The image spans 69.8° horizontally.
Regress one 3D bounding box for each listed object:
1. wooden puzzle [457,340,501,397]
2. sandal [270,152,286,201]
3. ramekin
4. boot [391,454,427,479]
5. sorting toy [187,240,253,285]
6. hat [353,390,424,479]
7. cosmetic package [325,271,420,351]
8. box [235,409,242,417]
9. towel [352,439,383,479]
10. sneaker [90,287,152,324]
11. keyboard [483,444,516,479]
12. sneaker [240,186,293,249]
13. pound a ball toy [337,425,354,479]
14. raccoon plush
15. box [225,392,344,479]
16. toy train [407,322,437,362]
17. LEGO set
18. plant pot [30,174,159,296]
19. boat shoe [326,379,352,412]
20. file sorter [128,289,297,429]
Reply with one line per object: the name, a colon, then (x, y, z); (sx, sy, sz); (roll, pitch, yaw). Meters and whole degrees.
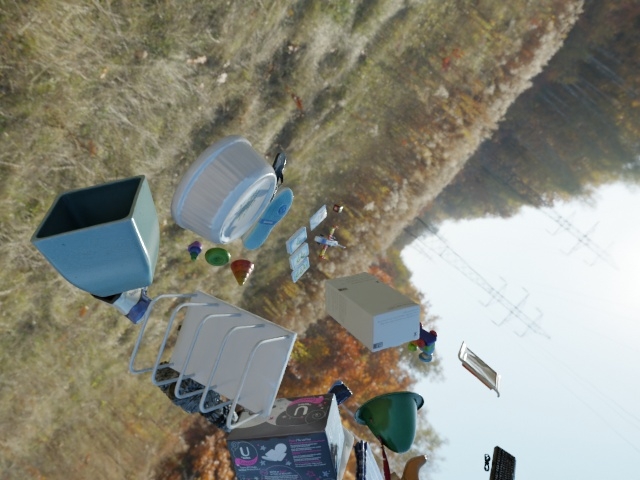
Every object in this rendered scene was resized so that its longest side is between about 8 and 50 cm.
wooden puzzle: (0.696, 0.564, 2.018); (0.044, 0.238, 0.221); (-49, 165, 18)
sandal: (-0.153, -0.218, 1.598); (0.067, 0.040, 0.179); (12, 99, -61)
ramekin: (-0.221, -0.111, 1.116); (0.273, 0.127, 0.273); (-51, 170, -12)
boot: (0.368, 0.936, 1.764); (0.197, 0.152, 0.073); (-29, 132, -16)
sorting toy: (-0.498, 0.130, 2.297); (0.127, 0.366, 0.126); (-40, -143, 30)
hat: (0.182, 0.471, 1.041); (0.173, 0.183, 0.208); (-19, 139, 6)
cosmetic package: (0.193, 0.269, 1.814); (0.217, 0.385, 0.156); (-10, 108, -27)
box: (-0.268, 0.732, 1.881); (0.156, 0.093, 0.158); (-17, 157, -5)
towel: (0.124, 0.682, 1.088); (0.040, 0.243, 0.336); (-17, -160, 14)
sneaker: (-0.727, 0.174, 1.658); (0.127, 0.182, 0.316); (-51, -148, -13)
keyboard: (0.579, 0.740, 1.486); (0.180, 0.108, 0.023); (-37, 149, -58)
sneaker: (-0.266, -0.140, 1.949); (0.319, 0.208, 0.127); (-50, 147, 15)
pound a ball toy: (-0.019, 0.852, 1.721); (0.208, 0.136, 0.319); (-46, 180, 25)
raccoon plush: (-0.372, 0.452, 1.638); (0.299, 0.216, 0.446); (-47, 135, -11)
box: (-0.081, 0.490, 1.143); (0.247, 0.142, 0.163); (-9, -166, 12)
toy train: (0.423, 0.450, 2.129); (0.105, 0.248, 0.143); (-26, 125, -31)
LEGO set: (0.000, 0.000, 1.361); (0.244, 0.060, 0.182); (-46, 148, -32)
plant pot: (-0.569, 0.006, 1.256); (0.248, 0.247, 0.252); (-13, 126, -3)
boat shoe: (0.032, 0.652, 1.742); (0.109, 0.089, 0.258); (-31, 151, -58)
file sorter: (-0.232, 0.240, 0.971); (0.173, 0.278, 0.192); (19, 90, -68)
